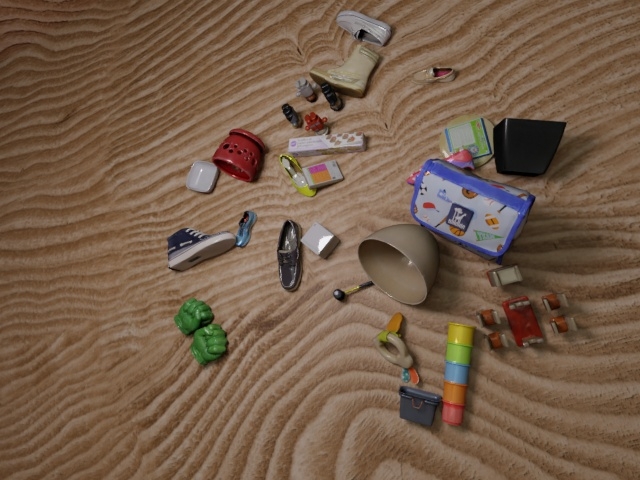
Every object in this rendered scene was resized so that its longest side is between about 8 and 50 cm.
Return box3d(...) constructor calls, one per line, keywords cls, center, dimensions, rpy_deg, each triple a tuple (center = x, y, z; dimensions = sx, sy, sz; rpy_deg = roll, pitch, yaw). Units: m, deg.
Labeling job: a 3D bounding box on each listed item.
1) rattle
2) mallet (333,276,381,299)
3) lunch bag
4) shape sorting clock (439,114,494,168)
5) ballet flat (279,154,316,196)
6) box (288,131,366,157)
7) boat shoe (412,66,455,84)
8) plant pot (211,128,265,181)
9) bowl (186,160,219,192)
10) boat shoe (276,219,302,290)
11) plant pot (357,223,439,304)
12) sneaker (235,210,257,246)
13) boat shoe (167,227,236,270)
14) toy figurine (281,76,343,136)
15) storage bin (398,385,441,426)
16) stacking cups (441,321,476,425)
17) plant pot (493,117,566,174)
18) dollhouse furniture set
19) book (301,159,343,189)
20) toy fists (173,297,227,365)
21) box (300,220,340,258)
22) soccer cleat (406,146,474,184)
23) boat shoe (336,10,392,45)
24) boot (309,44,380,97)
box3d(cls="rattle", center=(0.291, 0.379, 1.453), dimensions=(0.200, 0.143, 0.130), rpy_deg=(43, 125, 9))
box3d(cls="mallet", center=(0.138, 0.180, 1.560), dimensions=(0.190, 0.062, 0.039), rpy_deg=(-19, 71, -2))
box3d(cls="lunch bag", center=(0.476, -0.100, 1.323), dimensions=(0.328, 0.385, 0.239), rpy_deg=(29, 86, 23))
box3d(cls="shape sorting clock", center=(0.551, -0.368, 1.553), dimensions=(0.206, 0.040, 0.206), rpy_deg=(-2, 85, 23))
box3d(cls="ballet flat", center=(-0.103, -0.275, 1.736), dimensions=(0.077, 0.077, 0.231), rpy_deg=(-40, 67, 11))
box3d(cls="box", center=(0.027, -0.397, 1.731), dimensions=(0.324, 0.067, 0.063), rpy_deg=(-1, 76, 18))
box3d(cls="boat shoe", center=(0.449, -0.665, 1.658), dimensions=(0.170, 0.059, 0.063), rpy_deg=(0, 76, 19))
box3d(cls="plant pot", center=(-0.346, -0.373, 1.787), dimensions=(0.191, 0.191, 0.174), rpy_deg=(17, 78, 22))
box3d(cls="bowl", center=(-0.532, -0.285, 1.901), dimensions=(0.142, 0.053, 0.142), rpy_deg=(16, 81, 21))
box3d(cls="boat shoe", center=(-0.130, 0.054, 1.649), dimensions=(0.103, 0.092, 0.285), rpy_deg=(-1, 76, 19))
box3d(cls="plant pot", center=(0.295, 0.052, 1.433), dimensions=(0.284, 0.284, 0.191), rpy_deg=(36, 61, 24))
box3d(cls="sneaker", center=(-0.329, -0.054, 1.758), dimensions=(0.063, 0.073, 0.162), rpy_deg=(14, 82, 22))
box3d(cls="boat shoe", center=(-0.521, -0.002, 1.777), dimensions=(0.341, 0.127, 0.158), rpy_deg=(-24, 68, 16))
box3d(cls="toy figurine", center=(-0.034, -0.560, 1.759), dimensions=(0.210, 0.148, 0.213), rpy_deg=(24, 87, 29))
box3d(cls="storage bin", center=(0.321, 0.549, 1.368), dimensions=(0.135, 0.098, 0.091), rpy_deg=(7, 89, 21))
box3d(cls="stacking cups", center=(0.447, 0.432, 1.363), dimensions=(0.096, 0.096, 0.316), rpy_deg=(6, 83, 20))
box3d(cls="plant pot", center=(0.688, -0.308, 1.411), dimensions=(0.188, 0.187, 0.167), rpy_deg=(9, 95, 10))
box3d(cls="dollhouse furniture set", center=(0.635, 0.210, 1.347), dimensions=(0.262, 0.135, 0.259), rpy_deg=(-19, 82, 14))
box3d(cls="book", center=(0.007, -0.270, 1.693), dimensions=(0.144, 0.035, 0.096), rpy_deg=(-16, 68, -12))
box3d(cls="toy fists", center=(-0.485, 0.360, 1.691), dimensions=(0.142, 0.096, 0.279), rpy_deg=(-41, 66, 4))
box3d(cls="box", center=(0.000, 0.000, 1.622), dimensions=(0.101, 0.087, 0.102), rpy_deg=(39, 91, 24))
box3d(cls="soccer cleat", center=(0.441, -0.253, 1.538), dimensions=(0.248, 0.083, 0.095), rpy_deg=(-26, 99, 23))
box3d(cls="boat shoe", center=(0.174, -0.911, 1.805), dimensions=(0.267, 0.096, 0.088), rpy_deg=(29, 82, 15))
box3d(cls="boot", center=(0.102, -0.740, 1.778), dimensions=(0.262, 0.095, 0.203), rpy_deg=(25, 85, 21))
